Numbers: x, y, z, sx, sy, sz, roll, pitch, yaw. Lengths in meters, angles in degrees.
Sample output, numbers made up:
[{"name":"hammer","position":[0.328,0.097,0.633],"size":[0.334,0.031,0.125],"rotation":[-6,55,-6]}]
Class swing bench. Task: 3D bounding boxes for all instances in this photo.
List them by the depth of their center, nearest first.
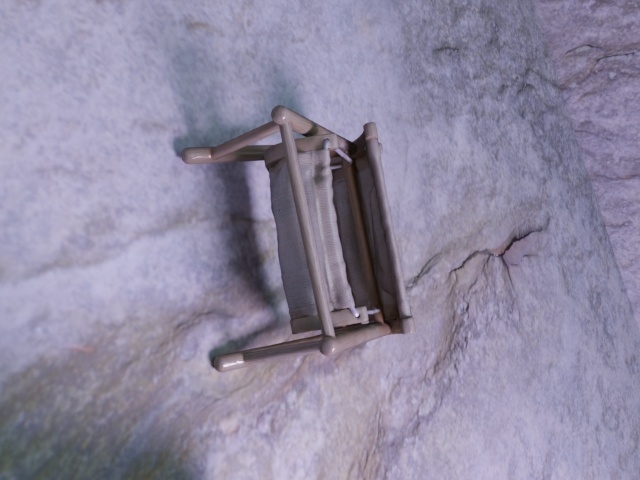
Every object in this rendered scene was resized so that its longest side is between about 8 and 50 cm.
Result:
[{"name":"swing bench","position":[0.000,0.000,0.828],"size":[0.255,0.165,0.253],"rotation":[-4,81,-53]}]
